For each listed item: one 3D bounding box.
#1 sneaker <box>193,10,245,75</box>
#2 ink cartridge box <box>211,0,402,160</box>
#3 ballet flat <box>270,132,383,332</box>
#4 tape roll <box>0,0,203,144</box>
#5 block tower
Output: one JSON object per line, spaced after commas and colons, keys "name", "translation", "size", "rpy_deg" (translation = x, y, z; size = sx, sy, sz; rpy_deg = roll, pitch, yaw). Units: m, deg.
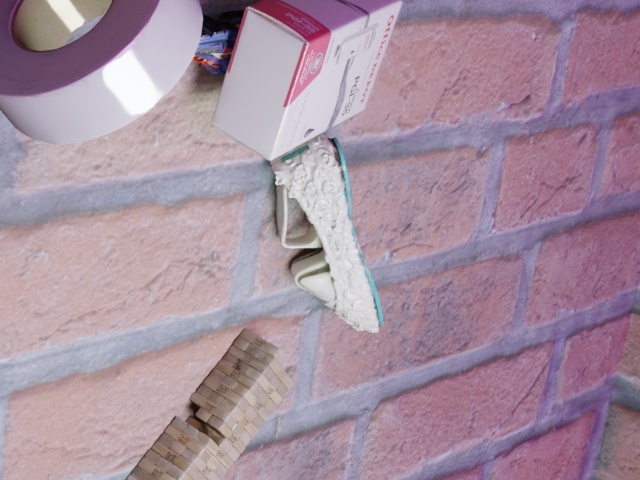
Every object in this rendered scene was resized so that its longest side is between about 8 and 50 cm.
{"name": "sneaker", "translation": [-0.154, -0.276, 2.142], "size": [0.221, 0.083, 0.087], "rpy_deg": [-12, 121, -45]}
{"name": "ink cartridge box", "translation": [-0.016, -0.267, 2.201], "size": [0.283, 0.117, 0.207], "rpy_deg": [-33, 149, -51]}
{"name": "ballet flat", "translation": [0.000, 0.000, 2.465], "size": [0.147, 0.147, 0.409], "rpy_deg": [-39, 133, -30]}
{"name": "tape roll", "translation": [-0.291, -0.259, 1.821], "size": [0.286, 0.286, 0.100], "rpy_deg": [-53, 141, -15]}
{"name": "block tower", "translation": [-0.178, 0.311, 2.429], "size": [0.335, 0.091, 0.097], "rpy_deg": [-52, 142, -15]}
